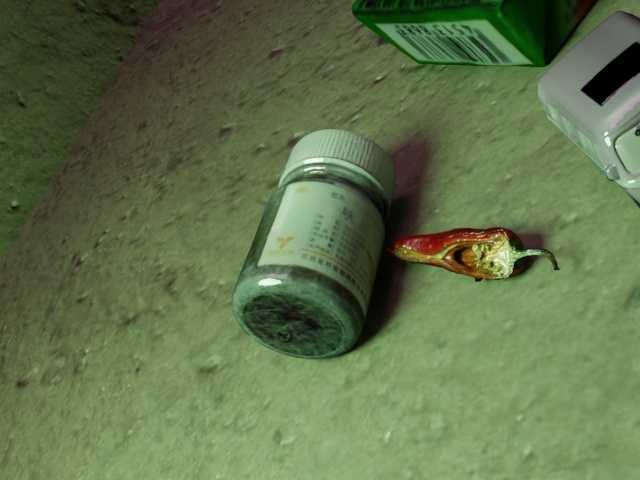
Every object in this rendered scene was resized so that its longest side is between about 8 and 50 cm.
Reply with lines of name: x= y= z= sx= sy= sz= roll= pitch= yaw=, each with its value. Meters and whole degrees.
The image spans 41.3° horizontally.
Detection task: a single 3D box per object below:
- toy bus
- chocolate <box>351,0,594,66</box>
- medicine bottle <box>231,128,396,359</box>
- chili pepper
toy bus: x=0.319 y=-0.120 z=0.830 sx=0.142 sy=0.142 sz=0.202 roll=-40 pitch=29 yaw=12
chocolate: x=0.271 y=-0.416 z=1.245 sx=0.341 sy=0.161 sz=0.360 roll=-52 pitch=30 yaw=-9
medicine bottle: x=0.000 y=0.000 z=1.086 sx=0.165 sy=0.165 sz=0.273 roll=-20 pitch=38 yaw=39
chili pepper: x=0.168 y=0.013 z=0.970 sx=0.050 sy=0.059 sz=0.268 roll=-18 pitch=10 yaw=-32
